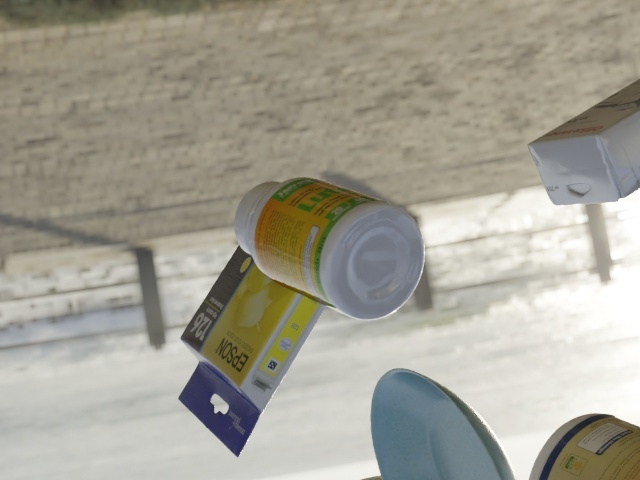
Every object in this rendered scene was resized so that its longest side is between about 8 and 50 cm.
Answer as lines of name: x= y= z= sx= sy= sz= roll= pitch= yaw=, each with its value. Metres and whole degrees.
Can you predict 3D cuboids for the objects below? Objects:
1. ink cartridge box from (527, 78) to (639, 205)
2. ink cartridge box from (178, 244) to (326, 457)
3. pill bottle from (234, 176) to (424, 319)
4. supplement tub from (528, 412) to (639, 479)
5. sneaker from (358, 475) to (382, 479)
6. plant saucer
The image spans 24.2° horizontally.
ink cartridge box: x=0.349 y=-0.117 z=1.653 sx=0.190 sy=0.082 sz=0.139 roll=-28 pitch=-169 yaw=-24
ink cartridge box: x=-0.111 y=0.132 z=2.201 sx=0.072 sy=0.307 sz=0.303 roll=35 pitch=176 yaw=-24
pill bottle: x=0.000 y=0.000 z=1.762 sx=0.136 sy=0.136 sz=0.245 roll=-4 pitch=-166 yaw=-32
supplement tub: x=0.468 y=0.389 z=2.085 sx=0.228 sy=0.228 sz=0.316 roll=-3 pitch=-167 yaw=-36
sneaker: x=0.113 y=0.371 z=1.762 sx=0.094 sy=0.153 sz=0.235 roll=-9 pitch=-169 yaw=-29
plant saucer: x=0.104 y=0.180 z=1.115 sx=0.037 sy=0.195 sz=0.195 roll=-21 pitch=177 yaw=-24
